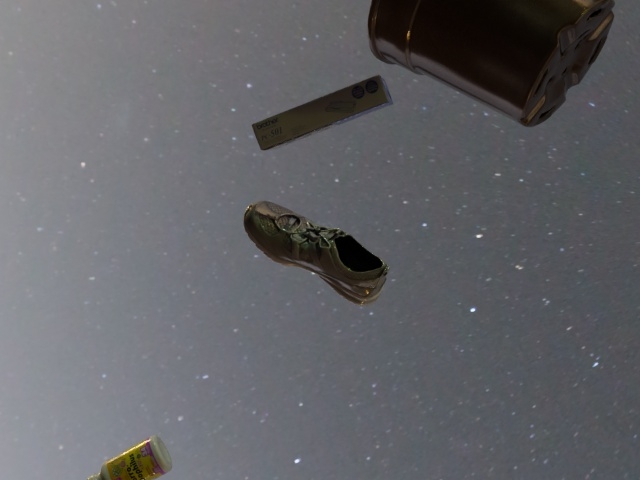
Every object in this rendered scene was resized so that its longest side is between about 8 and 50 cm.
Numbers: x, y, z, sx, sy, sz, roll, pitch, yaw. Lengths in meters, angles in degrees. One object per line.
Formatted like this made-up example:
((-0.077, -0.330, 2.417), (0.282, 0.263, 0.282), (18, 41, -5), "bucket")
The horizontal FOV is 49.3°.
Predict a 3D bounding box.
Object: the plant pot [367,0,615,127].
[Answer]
((0.159, -0.198, 0.633), (0.165, 0.167, 0.167), (39, -67, 24), "plant pot")

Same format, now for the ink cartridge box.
((0.005, -0.196, 1.080), (0.207, 0.097, 0.046), (-19, -85, 12), "ink cartridge box")

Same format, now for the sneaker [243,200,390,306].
((0.000, 0.000, 1.220), (0.281, 0.105, 0.115), (28, -38, -2), "sneaker")

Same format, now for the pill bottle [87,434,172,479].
((-0.206, 0.248, 0.752), (0.083, 0.043, 0.043), (-28, -108, -7), "pill bottle")
